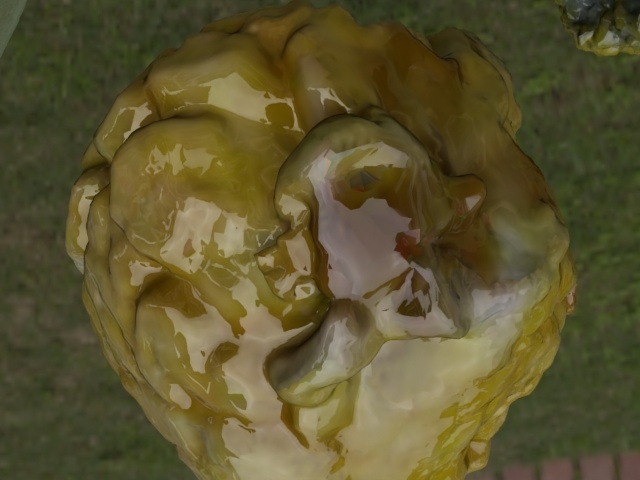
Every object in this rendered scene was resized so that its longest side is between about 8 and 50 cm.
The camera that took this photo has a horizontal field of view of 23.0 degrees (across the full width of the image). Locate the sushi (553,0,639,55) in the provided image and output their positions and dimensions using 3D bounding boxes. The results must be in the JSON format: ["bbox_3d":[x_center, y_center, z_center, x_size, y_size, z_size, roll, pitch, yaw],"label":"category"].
[{"bbox_3d":[0.447,-0.379,1.720,0.240,0.351,0.397,-1,-178,-40],"label":"sushi"}]

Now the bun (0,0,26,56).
[{"bbox_3d":[-0.434,-0.260,1.678,0.187,0.293,0.293,29,141,-3],"label":"bun"}]

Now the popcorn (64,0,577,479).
[{"bbox_3d":[-0.001,0.013,1.159,0.354,0.344,0.390,29,134,21],"label":"popcorn"}]
